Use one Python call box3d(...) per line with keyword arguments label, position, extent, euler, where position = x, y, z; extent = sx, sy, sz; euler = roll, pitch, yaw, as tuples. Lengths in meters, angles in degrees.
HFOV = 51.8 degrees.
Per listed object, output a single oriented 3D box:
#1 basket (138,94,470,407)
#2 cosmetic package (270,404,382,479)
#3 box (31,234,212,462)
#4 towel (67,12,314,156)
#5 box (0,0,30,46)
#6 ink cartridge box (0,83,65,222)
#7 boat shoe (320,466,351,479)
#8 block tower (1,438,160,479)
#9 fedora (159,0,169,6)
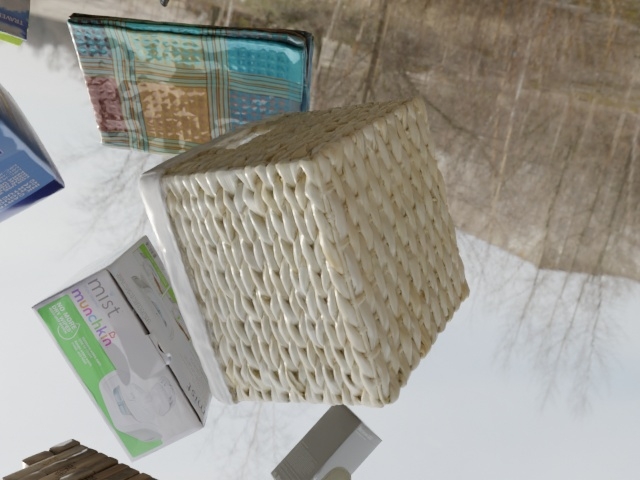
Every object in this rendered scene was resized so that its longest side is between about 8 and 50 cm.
box3d(label="basket", position=(0.000, 0.000, 0.870), extent=(0.266, 0.331, 0.328), euler=(-6, -161, 34))
box3d(label="cosmetic package", position=(0.015, 0.501, 1.528), extent=(0.107, 0.238, 0.127), euler=(40, 174, 46))
box3d(label="box", position=(-0.269, 0.149, 0.989), extent=(0.127, 0.262, 0.231), euler=(-27, -168, 4))
box3d(label="towel", position=(-0.199, -0.229, 1.068), extent=(0.370, 0.271, 0.040), euler=(6, -131, 3))
box3d(label="box", position=(-0.431, -0.328, 0.844), extent=(0.109, 0.178, 0.042), euler=(12, 146, -36))
box3d(label="ink cartridge box", position=(-0.430, -0.076, 0.646), extent=(0.270, 0.151, 0.395), euler=(-31, 179, -12))
box3d(label="boat shoe", position=(-0.009, 0.362, 0.911), extent=(0.046, 0.125, 0.038), euler=(43, 163, 27))
box3d(label="block tower", position=(-0.157, 0.275, 0.580), extent=(0.335, 0.097, 0.091), euler=(4, -169, 37))
box3d(label="fedora", position=(-0.110, -0.411, 0.717), extent=(0.153, 0.334, 0.334), euler=(-1, -165, -13))
